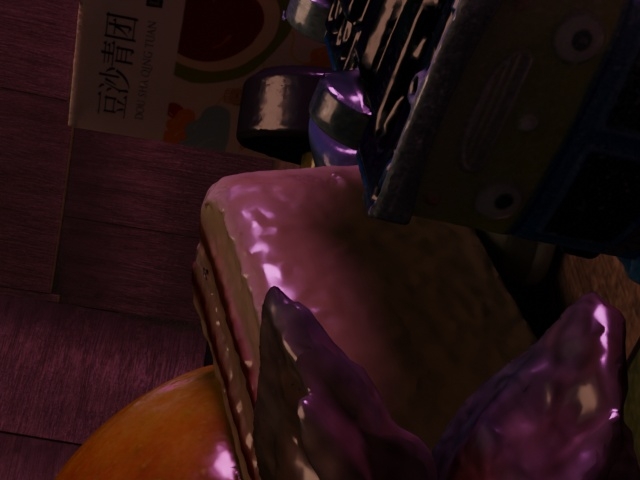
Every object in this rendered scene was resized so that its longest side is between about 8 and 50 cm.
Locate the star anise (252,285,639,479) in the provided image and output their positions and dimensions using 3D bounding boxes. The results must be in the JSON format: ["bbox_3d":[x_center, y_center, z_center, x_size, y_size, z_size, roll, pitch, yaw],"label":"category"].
[{"bbox_3d":[0.036,0.170,0.428,0.117,0.332,0.331,-141,59,-63],"label":"star anise"}]

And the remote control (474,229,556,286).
[{"bbox_3d":[0.124,-0.082,0.891,0.335,0.066,0.128,-103,21,-68],"label":"remote control"}]

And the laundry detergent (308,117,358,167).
[{"bbox_3d":[0.049,0.019,0.974,0.143,0.094,0.289,-103,6,-57],"label":"laundry detergent"}]

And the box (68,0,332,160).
[{"bbox_3d":[-0.064,-0.256,1.240,0.122,0.385,0.344,-91,13,-44],"label":"box"}]

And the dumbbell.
[{"bbox_3d":[0.000,0.000,1.159,0.204,0.204,0.322,158,121,-80],"label":"dumbbell"}]

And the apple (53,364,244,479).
[{"bbox_3d":[-0.041,0.283,0.865,0.384,0.374,0.374,60,-179,-15],"label":"apple"}]

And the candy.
[{"bbox_3d":[0.033,0.084,0.719,0.320,0.179,0.135,-111,26,-45],"label":"candy"}]

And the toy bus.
[{"bbox_3d":[0.097,-0.130,0.627,0.312,0.190,0.152,-101,29,-56],"label":"toy bus"}]
